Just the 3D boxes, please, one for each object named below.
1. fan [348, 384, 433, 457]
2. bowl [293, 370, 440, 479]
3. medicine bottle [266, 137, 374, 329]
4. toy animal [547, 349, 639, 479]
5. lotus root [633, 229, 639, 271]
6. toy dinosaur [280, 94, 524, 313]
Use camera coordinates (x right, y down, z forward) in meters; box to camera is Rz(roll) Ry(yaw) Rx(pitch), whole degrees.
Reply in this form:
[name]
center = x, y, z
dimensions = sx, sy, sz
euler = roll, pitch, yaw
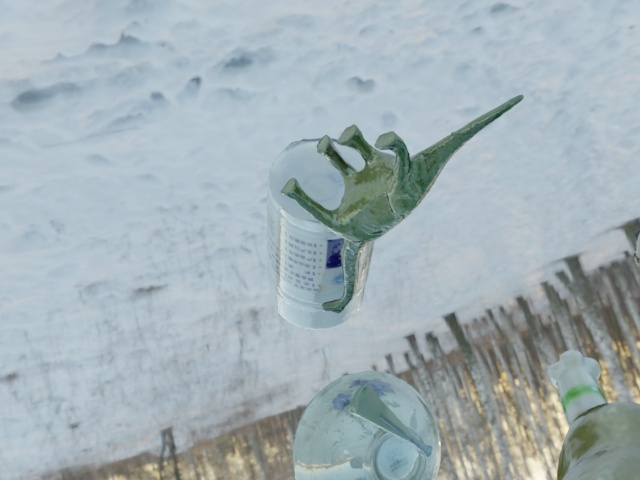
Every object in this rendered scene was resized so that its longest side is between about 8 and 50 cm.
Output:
[fan]
center = 0.094, 0.232, 0.942
dimensions = 0.016, 0.038, 0.193
euler = 16, 159, 44
[bowl]
center = 0.116, 0.402, 1.410
dimensions = 0.313, 0.313, 0.146
euler = -12, 175, -20
[medicine bottle]
center = 0.000, 0.000, 1.321
dimensions = 0.189, 0.190, 0.332
euler = -13, 145, -14
[toy animal]
center = 0.292, 0.249, 0.712
dimensions = 0.181, 0.180, 0.363
euler = -12, -165, 30
[lotus root]
center = 0.722, 0.021, 1.508
dimensions = 0.160, 0.146, 0.284
euler = -30, -168, 0
[toy dinosaur]
center = 0.102, -0.020, 0.981
dimensions = 0.447, 0.087, 0.301
euler = -18, 132, 34
